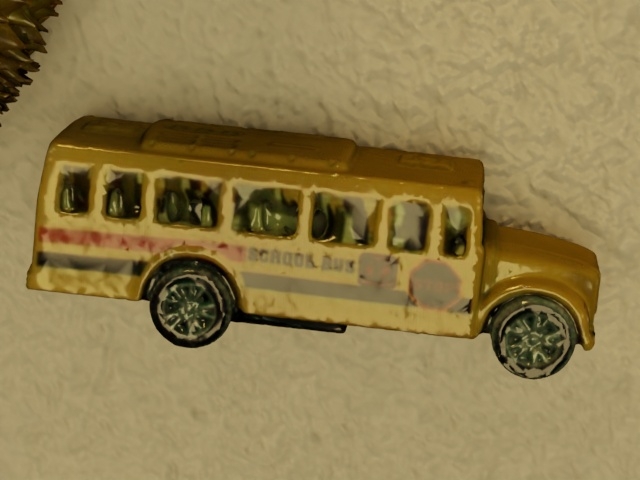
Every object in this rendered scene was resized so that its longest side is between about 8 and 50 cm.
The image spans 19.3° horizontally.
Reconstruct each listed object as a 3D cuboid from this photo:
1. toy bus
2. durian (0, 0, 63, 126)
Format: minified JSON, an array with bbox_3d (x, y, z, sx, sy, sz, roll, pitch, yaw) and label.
[{"bbox_3d":[0.000,0.000,1.136,0.335,0.121,0.123,6,103,4],"label":"toy bus"},{"bbox_3d":[-0.298,-0.119,1.060,0.292,0.258,0.258,10,110,-4],"label":"durian"}]
